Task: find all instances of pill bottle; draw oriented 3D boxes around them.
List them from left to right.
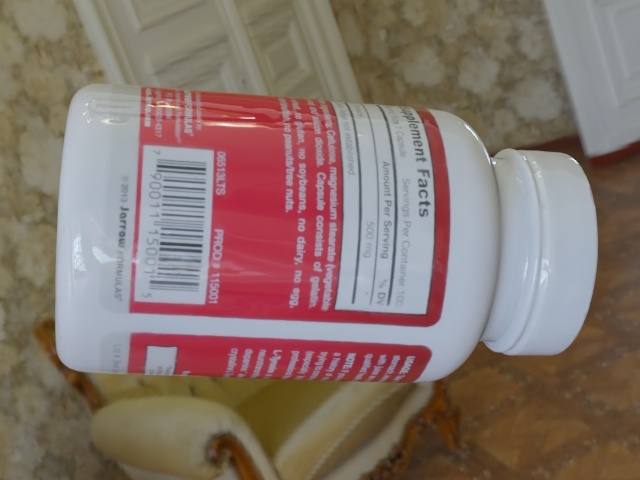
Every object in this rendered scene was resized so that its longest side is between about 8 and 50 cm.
[{"bbox_3d":[0.000,0.000,0.888,0.408,0.229,0.229,3,12,-10],"label":"pill bottle"}]
